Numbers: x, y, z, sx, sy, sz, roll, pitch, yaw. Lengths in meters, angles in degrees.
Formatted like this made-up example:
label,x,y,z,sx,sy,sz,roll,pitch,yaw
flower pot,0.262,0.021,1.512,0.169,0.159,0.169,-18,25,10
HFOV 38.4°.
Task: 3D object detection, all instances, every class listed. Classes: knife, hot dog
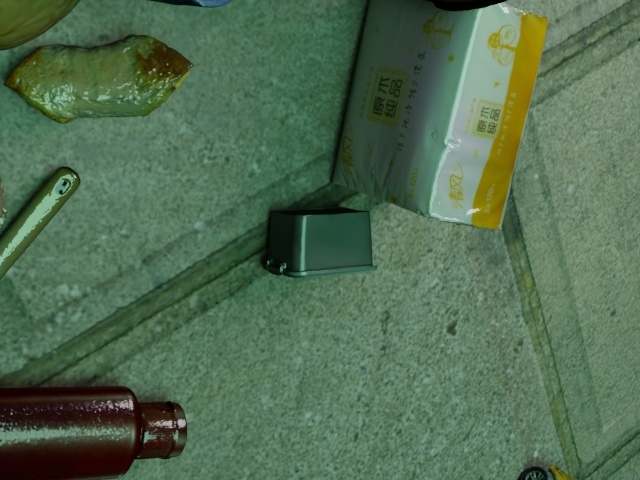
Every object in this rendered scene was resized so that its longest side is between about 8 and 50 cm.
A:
label,x,y,z,sx,sy,sz,roll,pitch,yaw
knife,-0.334,0.044,0.861,0.047,0.017,0.298,41,86,-33
hot dog,-0.203,-0.148,0.853,0.169,0.061,0.078,-5,76,-11

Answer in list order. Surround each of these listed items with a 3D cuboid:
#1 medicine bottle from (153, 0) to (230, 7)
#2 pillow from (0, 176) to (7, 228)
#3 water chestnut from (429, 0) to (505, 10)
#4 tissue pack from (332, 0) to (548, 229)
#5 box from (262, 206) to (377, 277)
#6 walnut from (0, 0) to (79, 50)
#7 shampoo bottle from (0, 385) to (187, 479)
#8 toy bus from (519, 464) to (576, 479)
label,x,y,z,sx,sy,sz,roll,pitch,yaw
medicine bottle,-0.138,-0.228,0.764,0.059,0.231,0.059,-11,111,-30
pillow,-0.344,-0.098,0.798,0.135,0.034,0.211,-5,107,-28
water chestnut,0.119,-0.407,0.823,0.335,0.335,0.347,-31,146,-21
tissue pack,0.124,-0.145,0.989,0.124,0.185,0.225,5,102,-33
box,0.000,0.000,1.023,0.122,0.084,0.069,-4,100,-33
walnut,-0.254,-0.252,0.729,0.165,0.165,0.197,36,77,-35
shampoo bottle,-0.264,0.196,0.926,0.260,0.064,0.102,5,99,-34
toy bus,0.294,0.500,1.347,0.121,0.123,0.335,40,83,-35
